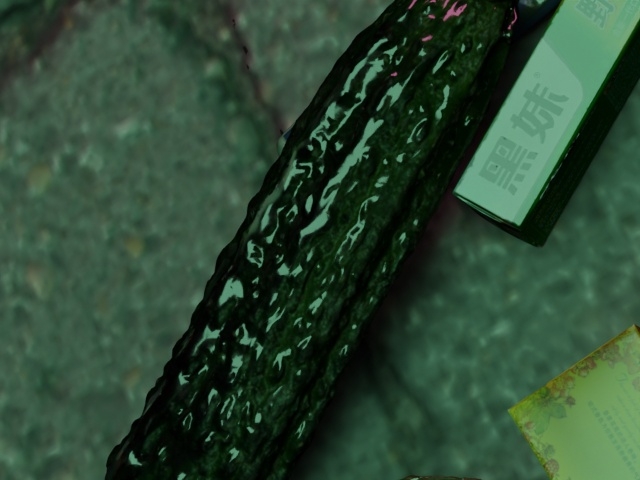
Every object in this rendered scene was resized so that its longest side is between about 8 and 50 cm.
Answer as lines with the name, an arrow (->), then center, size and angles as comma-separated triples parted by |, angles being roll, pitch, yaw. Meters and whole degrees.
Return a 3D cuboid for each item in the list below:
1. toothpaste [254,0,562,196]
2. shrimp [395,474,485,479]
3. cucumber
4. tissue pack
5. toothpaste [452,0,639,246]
toothpaste -> 0.043, -0.079, 0.856 | 0.197, 0.035, 0.057 | -44, 83, 7
shrimp -> 0.058, 0.155, 0.781 | 0.187, 0.051, 0.132 | 25, 93, 23
cucumber -> 0.000, 0.000, 0.815 | 0.077, 0.077, 0.265 | 33, 101, 27
tissue pack -> 0.150, 0.123, 0.724 | 0.062, 0.095, 0.176 | -36, 66, 13
toothpaste -> 0.117, -0.084, 0.816 | 0.037, 0.043, 0.178 | 30, 91, 18
